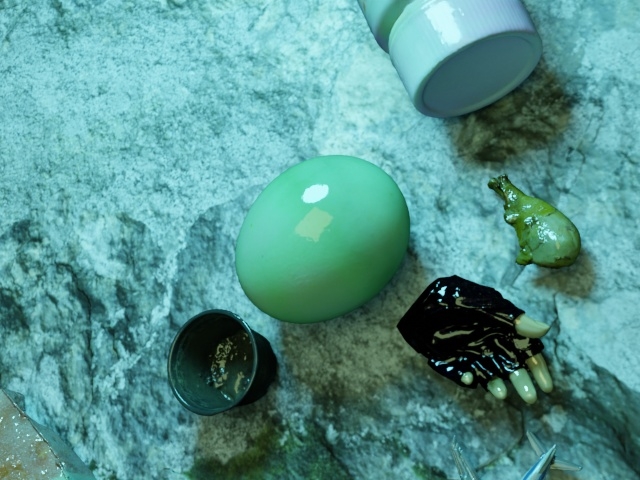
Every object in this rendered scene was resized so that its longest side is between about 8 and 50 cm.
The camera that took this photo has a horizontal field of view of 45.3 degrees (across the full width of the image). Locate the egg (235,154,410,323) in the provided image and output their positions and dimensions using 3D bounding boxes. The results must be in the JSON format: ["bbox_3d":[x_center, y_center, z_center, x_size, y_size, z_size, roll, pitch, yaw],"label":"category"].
[{"bbox_3d":[0.000,0.000,1.095,0.270,0.220,0.220,-35,65,17],"label":"egg"}]

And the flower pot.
[{"bbox_3d":[-0.139,0.188,1.171,0.158,0.107,0.157,-6,75,25],"label":"flower pot"}]

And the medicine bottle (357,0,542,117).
[{"bbox_3d":[0.158,-0.392,1.135,0.219,0.219,0.388,-28,67,15],"label":"medicine bottle"}]

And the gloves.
[{"bbox_3d":[0.218,0.138,1.025,0.203,0.124,0.164,38,124,3],"label":"gloves"}]

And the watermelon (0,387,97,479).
[{"bbox_3d":[-0.522,0.364,1.279,0.319,0.148,0.226,1,69,22],"label":"watermelon"}]

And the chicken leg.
[{"bbox_3d":[0.287,-0.025,1.067,0.093,0.070,0.178,-41,57,15],"label":"chicken leg"}]

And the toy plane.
[{"bbox_3d":[0.242,0.353,0.984,0.226,0.058,0.226,34,94,24],"label":"toy plane"}]
